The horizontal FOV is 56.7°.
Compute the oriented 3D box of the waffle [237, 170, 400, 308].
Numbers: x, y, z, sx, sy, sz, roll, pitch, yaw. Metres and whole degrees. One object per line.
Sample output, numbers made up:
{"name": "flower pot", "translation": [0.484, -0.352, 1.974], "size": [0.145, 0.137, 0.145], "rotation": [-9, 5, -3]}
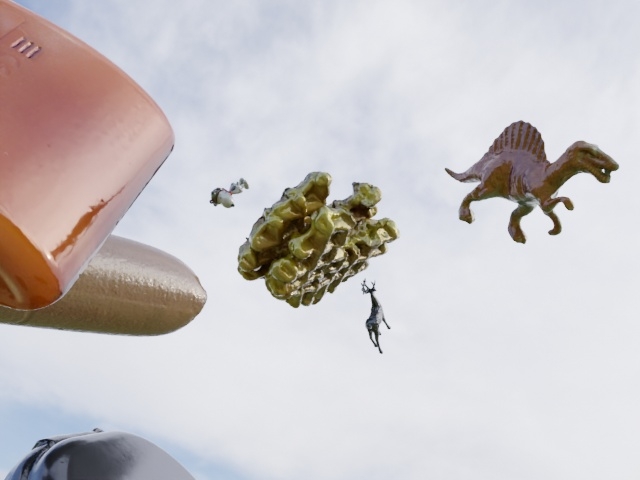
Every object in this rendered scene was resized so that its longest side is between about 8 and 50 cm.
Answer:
{"name": "waffle", "translation": [0.000, 0.000, 1.120], "size": [0.261, 0.151, 0.324], "rotation": [-45, -23, 20]}

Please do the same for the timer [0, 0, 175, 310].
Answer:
{"name": "timer", "translation": [-0.288, -0.084, 0.531], "size": [0.250, 0.257, 0.161], "rotation": [25, -45, -5]}

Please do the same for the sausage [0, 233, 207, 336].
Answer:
{"name": "sausage", "translation": [-0.268, 0.050, 0.700], "size": [0.123, 0.123, 0.253], "rotation": [-24, -28, 33]}

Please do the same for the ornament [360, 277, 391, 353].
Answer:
{"name": "ornament", "translation": [0.089, 0.120, 0.996], "size": [0.028, 0.073, 0.125], "rotation": [-6, -62, 23]}

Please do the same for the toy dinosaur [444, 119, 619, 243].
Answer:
{"name": "toy dinosaur", "translation": [0.201, -0.075, 0.639], "size": [0.057, 0.212, 0.142], "rotation": [-13, -48, -30]}

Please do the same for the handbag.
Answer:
{"name": "handbag", "translation": [-0.176, 0.287, 0.544], "size": [0.254, 0.093, 0.308], "rotation": [47, -4, 15]}

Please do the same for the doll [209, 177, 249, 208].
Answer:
{"name": "doll", "translation": [-0.188, -0.100, 1.218], "size": [0.058, 0.085, 0.040], "rotation": [20, -34, 12]}
